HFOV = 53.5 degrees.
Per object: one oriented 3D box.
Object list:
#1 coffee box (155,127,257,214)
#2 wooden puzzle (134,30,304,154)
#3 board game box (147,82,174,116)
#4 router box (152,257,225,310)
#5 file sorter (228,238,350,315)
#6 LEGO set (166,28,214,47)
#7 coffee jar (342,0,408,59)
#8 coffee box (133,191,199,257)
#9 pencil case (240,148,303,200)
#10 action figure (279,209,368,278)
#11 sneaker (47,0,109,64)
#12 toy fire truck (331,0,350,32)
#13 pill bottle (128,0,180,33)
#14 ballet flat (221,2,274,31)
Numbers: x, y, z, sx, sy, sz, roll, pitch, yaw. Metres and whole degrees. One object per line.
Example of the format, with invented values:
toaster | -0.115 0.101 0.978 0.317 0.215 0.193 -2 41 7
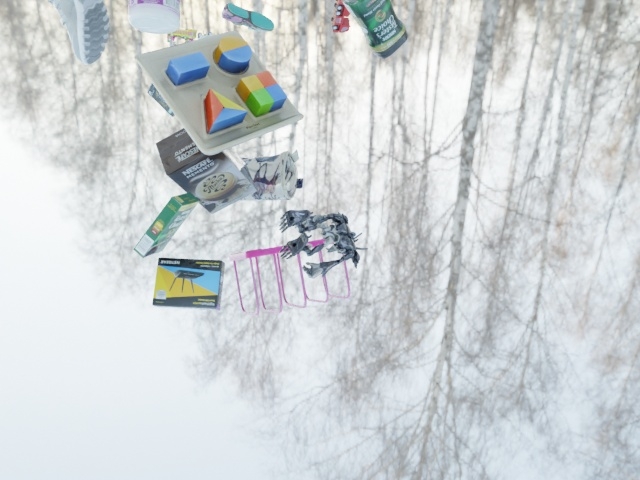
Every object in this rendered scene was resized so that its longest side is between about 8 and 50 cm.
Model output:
coffee box | -0.326 -0.209 1.847 0.168 0.297 0.119 -27 -115 6
wooden puzzle | -0.247 -0.402 1.618 0.322 0.080 0.348 -30 -106 -36
board game box | -0.527 -0.517 2.196 0.126 0.186 0.026 45 -121 -9
router box | -0.353 0.117 1.707 0.178 0.133 0.046 2 167 8
file sorter | -0.084 0.101 1.803 0.290 0.182 0.202 -10 180 -22
LEGO set | -0.529 -0.749 2.398 0.132 0.107 0.287 -10 -156 -44
coffee jar | 0.130 -0.510 1.459 0.096 0.184 0.079 -44 -133 0
coffee box | -0.399 -0.041 1.648 0.040 0.184 0.113 41 -165 4
pencil case | -0.272 -0.221 2.193 0.410 0.160 0.183 1 -140 21
action figure | 0.000 0.000 1.585 0.141 0.164 0.275 -24 158 31
sneaker | -0.579 -0.557 1.486 0.115 0.281 0.105 11 -148 18
toy fire truck | 0.114 -0.779 2.128 0.135 0.192 0.047 0 -119 -10
pill bottle | -0.543 -0.851 2.079 0.169 0.302 0.169 0 176 0
ballet flat | -0.295 -0.883 2.545 0.221 0.079 0.077 11 -114 -32
